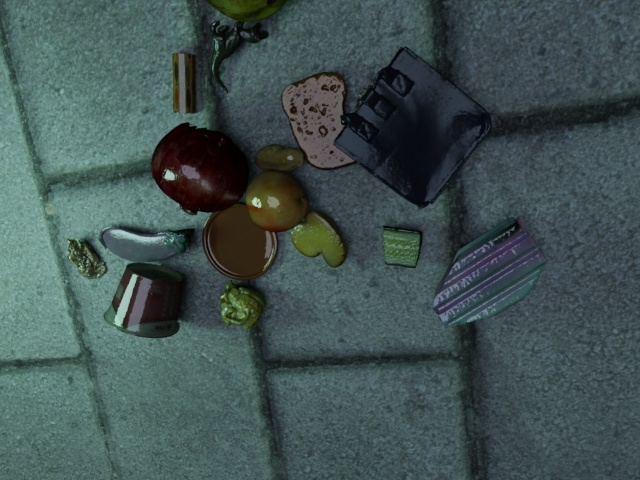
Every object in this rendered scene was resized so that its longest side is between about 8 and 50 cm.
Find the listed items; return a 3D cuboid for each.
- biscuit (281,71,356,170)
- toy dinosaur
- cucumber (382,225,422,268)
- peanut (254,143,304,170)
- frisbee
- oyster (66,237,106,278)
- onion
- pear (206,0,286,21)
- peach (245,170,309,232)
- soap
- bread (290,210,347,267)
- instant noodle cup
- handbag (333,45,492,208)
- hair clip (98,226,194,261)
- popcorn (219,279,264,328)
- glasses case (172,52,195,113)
[{"bbox_3d":[0.045,-0.343,1.433,0.262,0.052,0.277,-24,98,13],"label":"biscuit"},{"bbox_3d":[-0.235,-0.525,1.431,0.187,0.087,0.178,-14,99,17],"label":"toy dinosaur"},{"bbox_3d":[0.233,0.013,1.475,0.115,0.062,0.116,8,113,12],"label":"cucumber"},{"bbox_3d":[-0.118,-0.238,1.463,0.175,0.080,0.080,8,107,35],"label":"peanut"},{"bbox_3d":[-0.254,0.005,1.604,0.251,0.021,0.250,3,105,13],"label":"frisbee"},{"bbox_3d":[-0.808,0.063,1.728,0.108,0.053,0.165,-23,105,27],"label":"oyster"},{"bbox_3d":[-0.340,-0.196,1.445,0.276,0.276,0.276,3,104,12],"label":"onion"},{"bbox_3d":[-0.201,-0.697,1.287,0.284,0.283,0.283,3,104,12],"label":"pear"},{"bbox_3d":[-0.123,-0.111,1.460,0.184,0.184,0.184,3,104,12],"label":"peach"},{"bbox_3d":[0.447,0.103,1.399,0.324,0.109,0.192,-35,90,9],"label":"soap"},{"bbox_3d":[0.000,0.000,1.528,0.149,0.065,0.187,-35,97,29],"label":"bread"},{"bbox_3d":[-0.545,0.182,1.618,0.235,0.235,0.178,18,97,8],"label":"instant noodle cup"},{"bbox_3d":[0.231,-0.294,1.334,0.329,0.122,0.303,34,104,-9],"label":"handbag"},{"bbox_3d":[-0.563,0.010,1.651,0.359,0.110,0.095,-6,62,18],"label":"hair clip"},{"bbox_3d":[-0.246,0.209,1.608,0.136,0.162,0.141,-14,129,-18],"label":"popcorn"},{"bbox_3d":[-0.406,-0.463,1.509,0.065,0.041,0.169,6,105,10],"label":"glasses case"}]
